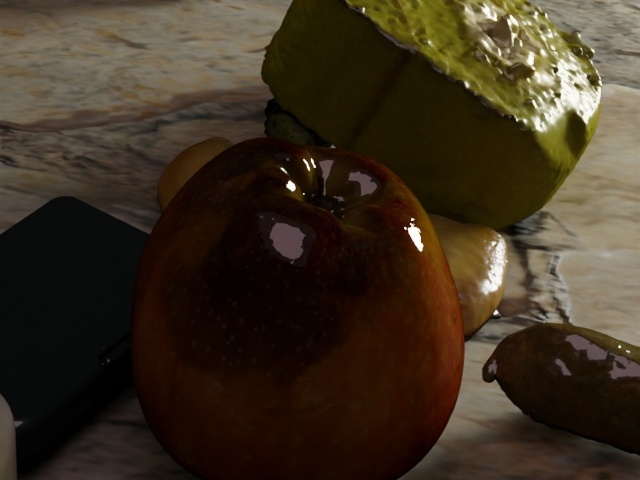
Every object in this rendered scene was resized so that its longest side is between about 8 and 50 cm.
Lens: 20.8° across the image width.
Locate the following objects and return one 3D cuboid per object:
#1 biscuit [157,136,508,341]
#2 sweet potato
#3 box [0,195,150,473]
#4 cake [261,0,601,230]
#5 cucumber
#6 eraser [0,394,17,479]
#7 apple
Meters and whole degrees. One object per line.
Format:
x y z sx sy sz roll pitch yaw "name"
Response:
-0.003 0.002 1.312 0.299 0.045 0.154 19 39 22 "biscuit"
0.239 0.120 1.145 0.273 0.075 0.075 23 39 19 "sweet potato"
-0.193 0.058 1.202 0.160 0.050 0.230 25 39 23 "box"
0.097 -0.133 1.388 0.260 0.156 0.179 38 44 7 "cake"
0.019 -0.137 1.502 0.067 0.067 0.245 16 35 18 "cucumber"
-0.360 0.105 1.041 0.331 0.150 0.331 2 33 -1 "eraser"
-0.014 0.048 1.097 0.230 0.230 0.230 2 35 -2 "apple"
